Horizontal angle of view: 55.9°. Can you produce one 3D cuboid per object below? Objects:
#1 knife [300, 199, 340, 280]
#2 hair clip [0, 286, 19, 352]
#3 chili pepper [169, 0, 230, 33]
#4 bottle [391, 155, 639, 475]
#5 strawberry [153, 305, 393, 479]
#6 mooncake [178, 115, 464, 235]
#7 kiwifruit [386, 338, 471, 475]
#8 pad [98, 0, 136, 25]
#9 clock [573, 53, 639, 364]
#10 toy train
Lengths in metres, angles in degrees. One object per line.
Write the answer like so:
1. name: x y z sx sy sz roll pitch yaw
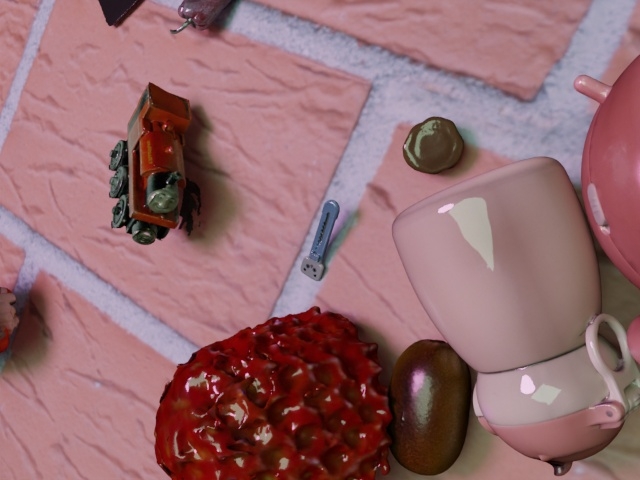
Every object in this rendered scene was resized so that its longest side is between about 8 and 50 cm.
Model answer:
1. knife: 0.000 0.000 0.631 0.027 0.010 0.096 30 120 21
2. hair clip: -0.526 0.130 0.872 0.322 0.091 0.138 -16 78 36
3. chili pepper: -0.125 -0.304 0.720 0.050 0.041 0.153 34 86 5
4. bottle: 0.164 0.065 0.488 0.148 0.148 0.236 -23 84 24
5. strawberry: -0.068 0.154 0.559 0.234 0.178 0.233 -20 58 37
6. mooncake: -0.027 -0.062 0.641 0.347 0.057 0.150 8 90 27
7. kiwifruit: 0.098 0.152 0.551 0.075 0.075 0.124 10 95 28
8. pad: -0.276 -0.438 0.828 0.160 0.009 0.264 -33 70 22
9. clock: 0.296 -0.054 0.394 0.227 0.142 0.241 -13 75 2
10. toy train: -0.192 -0.083 0.690 0.118 0.074 0.175 -49 40 33
